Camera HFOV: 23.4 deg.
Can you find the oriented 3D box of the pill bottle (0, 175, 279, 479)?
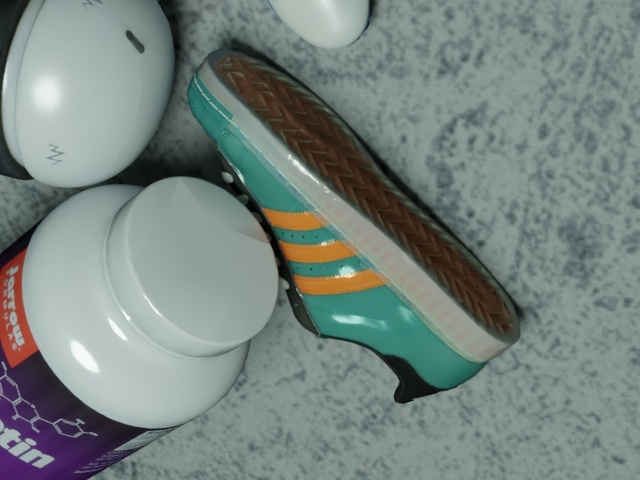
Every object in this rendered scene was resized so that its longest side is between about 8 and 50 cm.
[{"bbox_3d":[-0.175,0.075,1.145,0.181,0.181,0.323,50,134,-6],"label":"pill bottle"}]

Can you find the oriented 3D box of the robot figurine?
[{"bbox_3d":[-0.241,-0.141,1.113,0.278,0.209,0.173,16,98,15],"label":"robot figurine"}]

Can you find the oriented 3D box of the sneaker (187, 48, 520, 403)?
[{"bbox_3d":[0.000,0.000,1.118,0.302,0.108,0.121,46,117,-5],"label":"sneaker"}]

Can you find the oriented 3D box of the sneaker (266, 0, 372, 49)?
[{"bbox_3d":[-0.041,-0.231,1.040,0.085,0.086,0.237,-20,106,26],"label":"sneaker"}]
